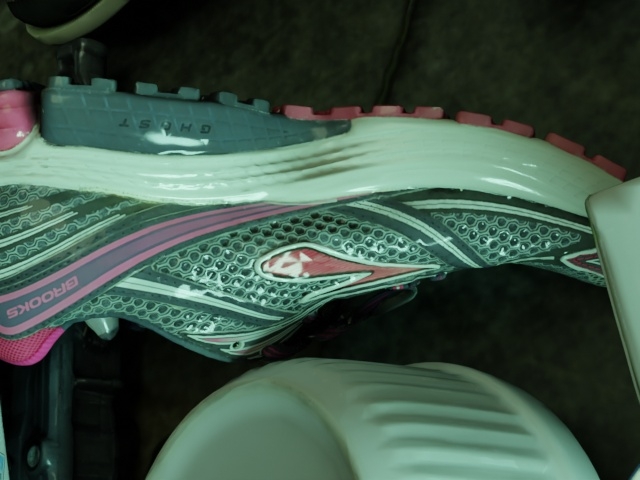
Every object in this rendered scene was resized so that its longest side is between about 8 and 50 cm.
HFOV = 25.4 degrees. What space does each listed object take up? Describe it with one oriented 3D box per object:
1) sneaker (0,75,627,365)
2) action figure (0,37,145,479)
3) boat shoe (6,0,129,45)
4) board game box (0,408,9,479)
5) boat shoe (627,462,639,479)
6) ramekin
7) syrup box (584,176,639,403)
[{"bbox_3d":[0.000,0.000,0.601,0.299,0.121,0.112,3,89,-7],"label":"sneaker"},{"bbox_3d":[-0.207,0.056,0.723,0.330,0.178,0.341,-26,61,31],"label":"action figure"},{"bbox_3d":[-0.103,-0.210,0.713,0.340,0.113,0.127,-23,48,53],"label":"boat shoe"},{"bbox_3d":[-0.291,0.096,0.684,0.305,0.053,0.193,0,102,23],"label":"board game box"},{"bbox_3d":[0.137,0.151,0.557,0.066,0.066,0.183,25,97,29],"label":"boat shoe"},{"bbox_3d":[0.007,0.143,0.563,0.207,0.109,0.207,-22,60,45],"label":"ramekin"},{"bbox_3d":[0.176,0.047,0.459,0.096,0.237,0.093,-20,64,22],"label":"syrup box"}]
